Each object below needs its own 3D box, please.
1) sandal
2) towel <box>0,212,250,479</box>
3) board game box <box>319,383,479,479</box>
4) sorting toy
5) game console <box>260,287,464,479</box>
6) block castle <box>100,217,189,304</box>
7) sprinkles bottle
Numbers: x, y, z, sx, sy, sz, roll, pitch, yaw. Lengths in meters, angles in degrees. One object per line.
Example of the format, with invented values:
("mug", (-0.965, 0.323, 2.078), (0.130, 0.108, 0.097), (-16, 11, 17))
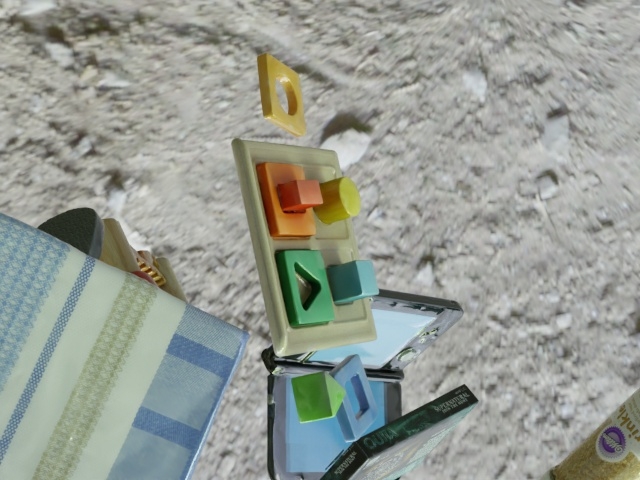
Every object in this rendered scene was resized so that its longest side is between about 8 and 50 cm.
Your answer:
("sandal", (-0.282, 0.083, 1.255), (0.097, 0.054, 0.254), (1, 63, 25))
("towel", (-0.203, 0.100, 0.805), (0.285, 0.034, 0.209), (27, 82, -27))
("board game box", (0.066, 0.213, 1.216), (0.026, 0.186, 0.126), (51, 127, 19))
("sorting toy", (0.000, 0.000, 1.054), (0.047, 0.196, 0.347), (-16, 83, 25))
("game console", (0.071, 0.210, 1.738), (0.250, 0.293, 0.173), (-44, 57, 28))
("block castle", (-0.412, 0.182, 1.861), (0.453, 0.303, 0.213), (-28, 68, 3))
("sprinkles bottle", (0.482, 0.315, 1.887), (0.121, 0.121, 0.355), (40, 113, -2))
